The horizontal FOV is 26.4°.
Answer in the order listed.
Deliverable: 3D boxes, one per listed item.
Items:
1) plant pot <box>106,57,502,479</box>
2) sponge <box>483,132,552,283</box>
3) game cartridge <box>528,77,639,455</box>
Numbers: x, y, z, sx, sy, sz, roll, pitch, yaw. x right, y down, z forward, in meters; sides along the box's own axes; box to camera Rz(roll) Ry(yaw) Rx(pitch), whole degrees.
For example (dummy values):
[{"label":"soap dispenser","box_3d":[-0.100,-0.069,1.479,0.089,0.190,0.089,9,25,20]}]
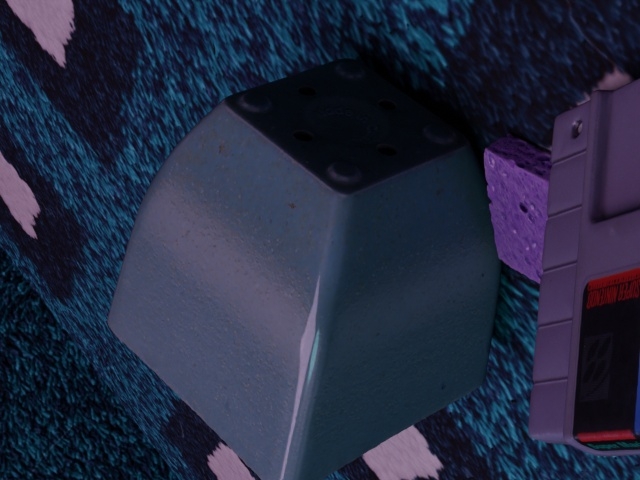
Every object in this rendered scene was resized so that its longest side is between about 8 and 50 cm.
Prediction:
[{"label":"plant pot","box_3d":[0.000,0.000,1.121,0.247,0.248,0.252,39,135,31]},{"label":"sponge","box_3d":[0.206,0.009,0.988,0.210,0.031,0.117,33,149,41]},{"label":"game cartridge","box_3d":[0.224,-0.001,0.737,0.068,0.230,0.355,16,165,-19]}]
